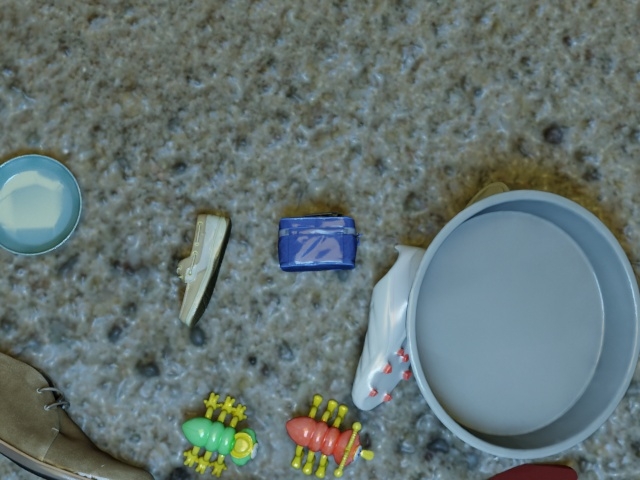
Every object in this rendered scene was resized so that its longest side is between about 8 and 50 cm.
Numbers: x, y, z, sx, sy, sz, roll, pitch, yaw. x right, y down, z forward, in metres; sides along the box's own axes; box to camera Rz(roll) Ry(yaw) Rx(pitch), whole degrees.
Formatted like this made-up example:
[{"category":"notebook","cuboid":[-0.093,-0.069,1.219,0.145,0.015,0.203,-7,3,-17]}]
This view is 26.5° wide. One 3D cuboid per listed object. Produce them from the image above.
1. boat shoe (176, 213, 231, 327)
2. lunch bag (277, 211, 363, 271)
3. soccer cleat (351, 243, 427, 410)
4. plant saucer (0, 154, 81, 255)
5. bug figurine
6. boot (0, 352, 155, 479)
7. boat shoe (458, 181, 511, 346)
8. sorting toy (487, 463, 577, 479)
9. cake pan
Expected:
[{"category":"boat shoe","cuboid":[-0.142,0.033,1.564,0.045,0.050,0.135,16,73,7]},{"category":"lunch bag","cuboid":[0.000,0.000,1.553,0.098,0.067,0.065,-2,83,0]},{"category":"soccer cleat","cuboid":[0.079,0.098,1.546,0.076,0.068,0.196,26,90,34]},{"category":"plant saucer","cuboid":[-0.337,-0.040,1.589,0.119,0.021,0.119,0,82,2]},{"category":"bug figurine","cuboid":[-0.070,0.297,1.513,0.216,0.072,0.279,17,83,4]},{"category":"boot","cuboid":[-0.310,0.205,1.519,0.305,0.112,0.115,23,73,6]},{"category":"boat shoe","cuboid":[0.188,0.036,1.559,0.065,0.075,0.206,26,74,-38]},{"category":"sorting toy","cuboid":[0.186,0.375,1.404,0.127,0.365,0.126,-10,109,32]},{"category":"cake pan","cuboid":[0.217,0.091,1.494,0.293,0.054,0.293,0,89,-22]}]
